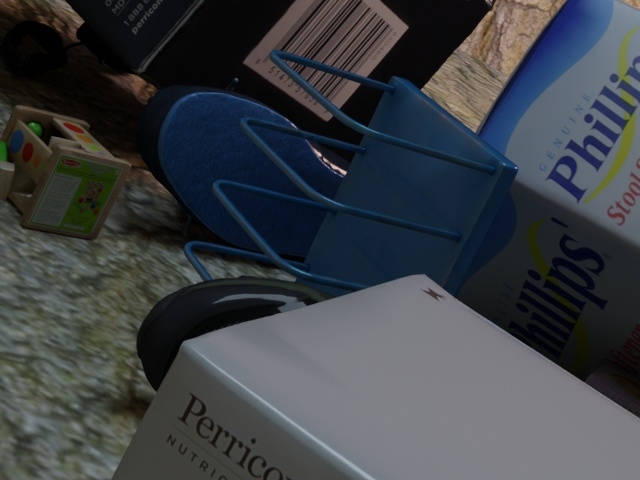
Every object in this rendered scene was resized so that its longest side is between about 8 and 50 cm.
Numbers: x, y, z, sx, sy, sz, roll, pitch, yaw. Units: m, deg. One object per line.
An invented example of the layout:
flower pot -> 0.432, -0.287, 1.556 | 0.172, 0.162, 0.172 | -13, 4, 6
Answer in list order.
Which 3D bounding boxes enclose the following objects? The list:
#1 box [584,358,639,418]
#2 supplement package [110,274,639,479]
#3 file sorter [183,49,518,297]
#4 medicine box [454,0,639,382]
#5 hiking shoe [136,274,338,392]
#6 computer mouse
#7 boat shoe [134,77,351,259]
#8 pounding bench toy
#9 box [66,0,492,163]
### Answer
box -> 0.291, 0.185, 0.850 | 0.324, 0.063, 0.067 | 32, 16, 15
supplement package -> 0.072, 0.145, 0.441 | 0.262, 0.145, 0.204 | 33, 16, 18
file sorter -> 0.000, 0.000, 0.748 | 0.104, 0.170, 0.118 | 13, 21, -34
medicine box -> 0.238, 0.017, 0.911 | 0.289, 0.149, 0.263 | 29, -21, 13
hiking shoe -> 0.020, 0.091, 0.638 | 0.227, 0.086, 0.114 | 27, 12, -9
computer mouse -> -0.195, -0.155, 1.175 | 0.071, 0.041, 0.242 | 41, 24, 13
boat shoe -> -0.046, -0.037, 0.960 | 0.089, 0.109, 0.258 | 31, -3, 39
pounding bench toy -> -0.168, -0.044, 0.814 | 0.083, 0.052, 0.065 | 12, 22, -46
box -> -0.106, -0.270, 1.107 | 0.395, 0.212, 0.293 | 45, 9, 28
